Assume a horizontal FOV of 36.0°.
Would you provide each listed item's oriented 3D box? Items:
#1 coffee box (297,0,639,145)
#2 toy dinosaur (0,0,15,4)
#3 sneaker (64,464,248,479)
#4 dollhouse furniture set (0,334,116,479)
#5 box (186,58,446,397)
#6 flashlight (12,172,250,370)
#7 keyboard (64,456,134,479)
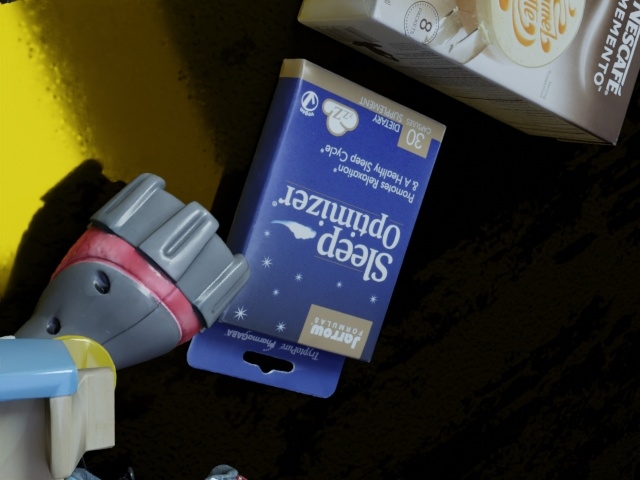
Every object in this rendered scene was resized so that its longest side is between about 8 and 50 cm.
[{"bbox_3d":[0.124,-0.177,0.716,0.246,0.098,0.141,18,89,-34],"label":"coffee box"},{"bbox_3d":[-0.238,-0.263,0.469,0.218,0.164,0.322,-36,98,-38],"label":"toy dinosaur"},{"bbox_3d":[-0.153,0.203,0.598,0.261,0.104,0.125,-12,86,-7],"label":"sneaker"},{"bbox_3d":[-0.247,0.178,0.455,0.303,0.198,0.287,-4,102,-22],"label":"dollhouse furniture set"},{"bbox_3d":[0.000,0.000,0.709,0.136,0.036,0.225,19,90,-34],"label":"box"},{"bbox_3d":[-0.172,0.098,0.568,0.304,0.103,0.103,-49,159,-21],"label":"flashlight"},{"bbox_3d":[-0.160,0.213,0.654,0.100,0.038,0.192,-12,108,-6],"label":"keyboard"}]
